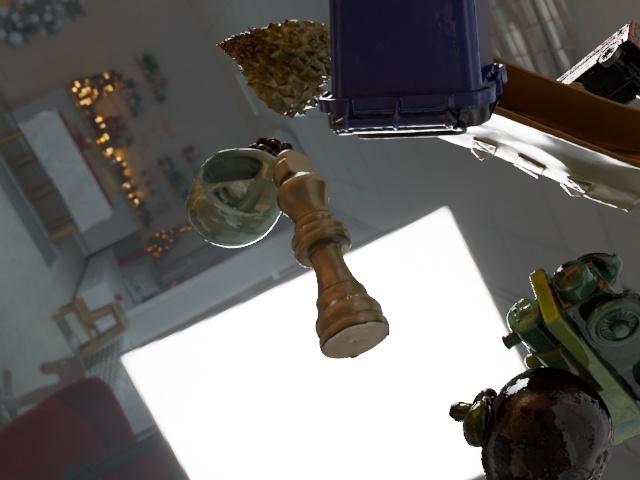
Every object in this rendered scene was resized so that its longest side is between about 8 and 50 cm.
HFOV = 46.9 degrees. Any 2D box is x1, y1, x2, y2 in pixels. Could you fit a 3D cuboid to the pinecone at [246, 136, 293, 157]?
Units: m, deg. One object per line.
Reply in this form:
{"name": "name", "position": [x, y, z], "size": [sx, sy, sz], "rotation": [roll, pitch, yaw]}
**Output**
{"name": "pinecone", "position": [-0.124, -0.163, 1.720], "size": [0.173, 0.173, 0.173], "rotation": [60, -8, 13]}

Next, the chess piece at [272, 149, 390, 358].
{"name": "chess piece", "position": [0.000, 0.000, 1.245], "size": [0.117, 0.117, 0.397], "rotation": [74, -3, -58]}

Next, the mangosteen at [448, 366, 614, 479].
{"name": "mangosteen", "position": [0.315, 0.285, 1.081], "size": [0.216, 0.216, 0.216], "rotation": [60, -8, 13]}

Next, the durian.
{"name": "durian", "position": [-0.044, -0.281, 1.151], "size": [0.132, 0.165, 0.182], "rotation": [44, -1, 36]}

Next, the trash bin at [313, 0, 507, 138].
{"name": "trash bin", "position": [0.076, -0.212, 0.643], "size": [0.184, 0.162, 0.234], "rotation": [-52, 139, -62]}

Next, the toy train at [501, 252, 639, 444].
{"name": "toy train", "position": [0.418, 0.172, 1.140], "size": [0.369, 0.237, 0.150], "rotation": [43, 27, -30]}

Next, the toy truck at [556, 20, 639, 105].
{"name": "toy truck", "position": [0.512, -0.285, 1.380], "size": [0.107, 0.114, 0.253], "rotation": [35, -40, -12]}

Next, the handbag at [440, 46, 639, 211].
{"name": "handbag", "position": [0.382, -0.185, 1.258], "size": [0.401, 0.133, 0.283], "rotation": [21, -11, 10]}

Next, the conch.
{"name": "conch", "position": [-0.163, -0.084, 1.423], "size": [0.185, 0.221, 0.121], "rotation": [53, -29, -3]}
